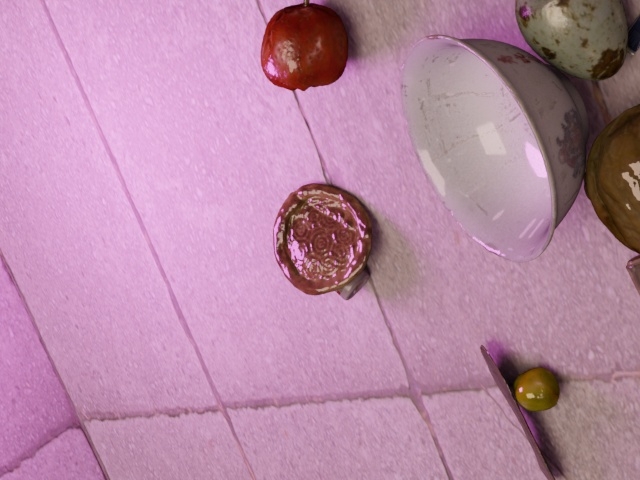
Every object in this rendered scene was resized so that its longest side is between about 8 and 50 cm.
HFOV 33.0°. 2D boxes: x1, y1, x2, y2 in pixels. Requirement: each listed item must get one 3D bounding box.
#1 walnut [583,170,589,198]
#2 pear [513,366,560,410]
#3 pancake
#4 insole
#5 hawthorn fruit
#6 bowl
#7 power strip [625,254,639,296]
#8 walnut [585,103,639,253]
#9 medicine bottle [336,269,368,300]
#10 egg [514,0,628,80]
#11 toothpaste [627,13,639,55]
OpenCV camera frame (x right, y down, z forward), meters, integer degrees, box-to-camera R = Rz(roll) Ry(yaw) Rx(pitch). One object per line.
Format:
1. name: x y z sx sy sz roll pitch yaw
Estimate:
1. walnut: 0.515 -0.102 1.937 0.092 0.092 0.092 19 123 31
2. pear: 0.446 0.309 2.208 0.097 0.092 0.092 38 135 47
3. pancake: 0.000 0.000 2.369 0.250 0.031 0.250 -2 85 26
4. insole: 0.417 0.372 2.271 0.348 0.009 0.119 62 178 -10
5. hawthorn fruit: -0.032 -0.402 2.154 0.179 0.179 0.200 19 120 31
6. bowl: 0.342 -0.194 1.908 0.435 0.196 0.434 51 158 30
7. power strip: 0.708 0.019 1.862 0.388 0.066 0.092 -24 95 46
8. walnut: 0.578 -0.101 1.790 0.283 0.227 0.282 1 103 4
9. medicine bottle: 0.033 0.061 2.414 0.140 0.079 0.079 42 132 13
10. egg: 0.425 -0.368 1.806 0.169 0.169 0.231 -29 105 44
11. toothpaste: 0.546 -0.373 1.807 0.037 0.021 0.140 40 134 14
